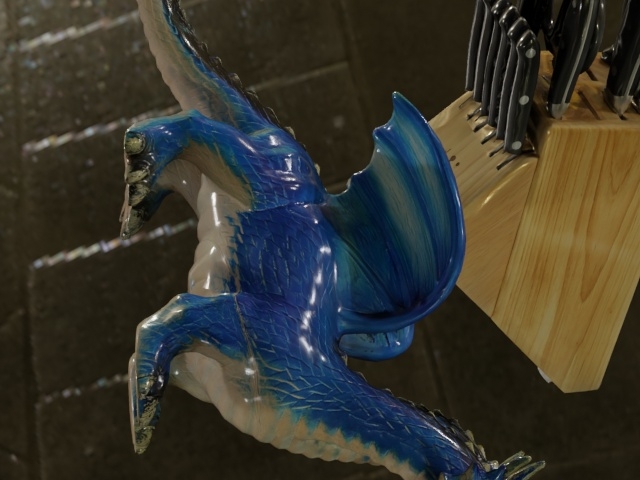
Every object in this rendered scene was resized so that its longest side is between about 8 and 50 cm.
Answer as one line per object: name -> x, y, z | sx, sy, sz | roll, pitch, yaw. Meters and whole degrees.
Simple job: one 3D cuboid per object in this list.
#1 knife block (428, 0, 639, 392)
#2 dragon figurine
knife block -> 0.172, -0.057, 0.910 | 0.242, 0.275, 0.088 | -36, 39, 13
dragon figurine -> 0.000, 0.000, 0.547 | 0.144, 0.085, 0.289 | -2, 68, -10
